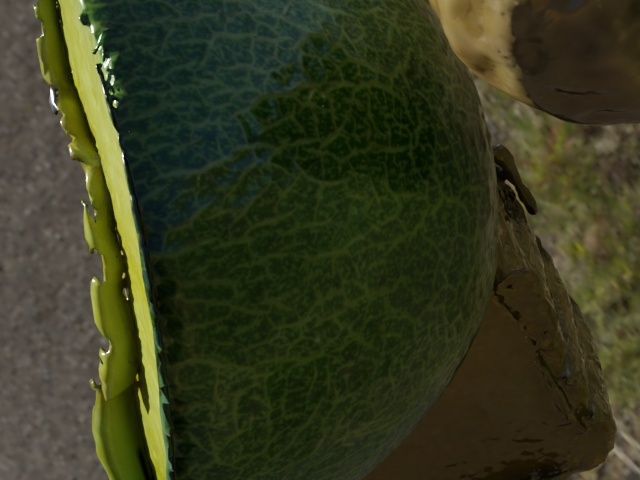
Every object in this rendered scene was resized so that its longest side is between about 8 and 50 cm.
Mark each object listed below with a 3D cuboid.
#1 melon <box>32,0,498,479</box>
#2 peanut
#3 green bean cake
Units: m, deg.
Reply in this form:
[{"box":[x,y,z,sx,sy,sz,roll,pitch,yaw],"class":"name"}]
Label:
[{"box":[0.000,0.000,0.564,0.169,0.265,0.129,-13,20,-19],"class":"melon"},{"box":[0.126,-0.087,0.502,0.095,0.226,0.108,52,124,33],"class":"peanut"},{"box":[0.038,0.063,0.886,0.224,0.229,0.131,-23,38,17],"class":"green bean cake"}]
